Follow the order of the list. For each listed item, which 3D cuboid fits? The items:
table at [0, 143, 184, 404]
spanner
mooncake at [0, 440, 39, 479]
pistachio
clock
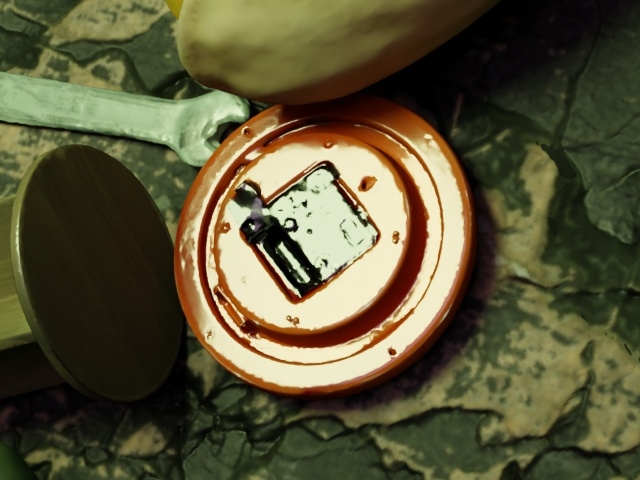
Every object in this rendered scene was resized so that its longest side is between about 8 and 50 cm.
[{"bbox_3d":[-0.230,0.046,0.921,0.227,0.167,0.167,-15,68,26],"label":"table"},{"bbox_3d":[-0.186,-0.097,1.015,0.302,0.017,0.071,12,78,24],"label":"spanner"},{"bbox_3d":[-0.241,0.198,0.859,0.104,0.168,0.175,33,102,25],"label":"mooncake"},{"bbox_3d":[0.027,-0.226,0.862,0.309,0.230,0.230,-33,64,12],"label":"pistachio"},{"bbox_3d":[0.000,0.000,0.894,0.205,0.051,0.205,-6,72,19],"label":"clock"}]
